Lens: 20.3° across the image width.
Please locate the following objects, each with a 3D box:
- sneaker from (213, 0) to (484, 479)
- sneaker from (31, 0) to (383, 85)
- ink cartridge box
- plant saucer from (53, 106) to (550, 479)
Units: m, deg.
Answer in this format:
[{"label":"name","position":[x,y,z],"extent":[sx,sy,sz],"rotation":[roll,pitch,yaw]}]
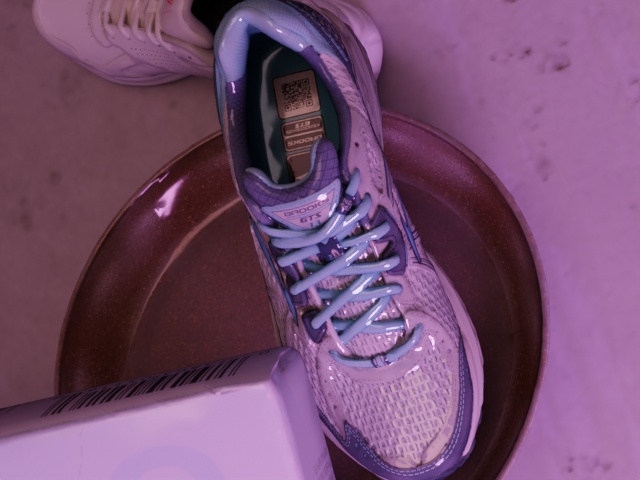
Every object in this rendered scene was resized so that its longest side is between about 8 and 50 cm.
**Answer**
[{"label":"sneaker","position":[0.000,0.000,0.958],"extent":[0.110,0.122,0.283],"rotation":[-23,80,10]},{"label":"sneaker","position":[-0.082,-0.141,1.099],"extent":[0.232,0.115,0.090],"rotation":[9,86,19]},{"label":"ink cartridge box","position":[-0.115,0.275,0.958],"extent":[0.308,0.091,0.385],"rotation":[-14,95,12]},{"label":"plant saucer","position":[-0.010,0.069,1.055],"extent":[0.310,0.050,0.310],"rotation":[-9,65,20]}]
